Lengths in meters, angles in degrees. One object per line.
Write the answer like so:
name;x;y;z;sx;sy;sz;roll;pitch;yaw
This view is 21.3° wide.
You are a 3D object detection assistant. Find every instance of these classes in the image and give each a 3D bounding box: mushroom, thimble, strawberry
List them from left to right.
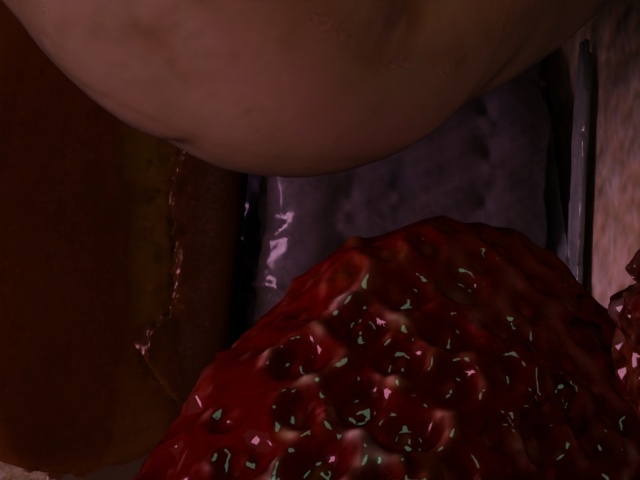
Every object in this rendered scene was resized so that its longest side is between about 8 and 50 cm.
mushroom;0.017;-0.185;0.728;0.353;0.353;0.325;-131;60;-74
thimble;0.030;-0.021;0.963;0.217;0.157;0.245;144;130;-81
strawberry;0.029;0.173;0.659;0.310;0.292;0.291;-83;3;-57

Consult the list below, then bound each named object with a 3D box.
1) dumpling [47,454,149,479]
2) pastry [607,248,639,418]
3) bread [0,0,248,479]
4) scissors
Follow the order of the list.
dumpling;-0.064;0.184;1.098;0.315;0.233;0.395;35;-123;-56
pastry;0.152;0.078;0.495;0.208;0.097;0.115;-108;19;-56
bread;-0.124;-0.021;0.900;0.156;0.204;0.288;26;115;61
scissors;0.126;0.028;0.864;0.144;0.017;0.247;124;149;-70
